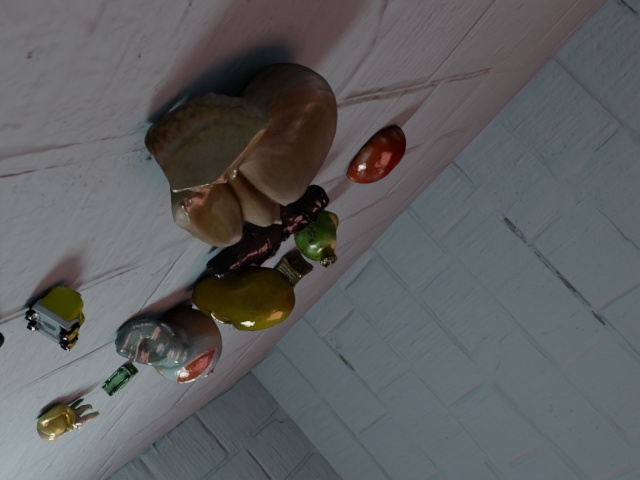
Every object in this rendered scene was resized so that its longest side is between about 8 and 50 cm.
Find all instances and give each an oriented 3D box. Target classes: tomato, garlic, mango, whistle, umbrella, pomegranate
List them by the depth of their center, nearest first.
[{"bbox_3d":[-0.093,-0.120,0.867,0.279,0.132,0.325,-42,168,4],"label":"garlic"},{"bbox_3d":[-0.111,-0.017,1.390,0.326,0.094,0.090,-39,163,-22],"label":"umbrella"},{"bbox_3d":[-0.177,0.127,1.418,0.262,0.130,0.167,6,-150,40],"label":"mango"},{"bbox_3d":[-0.340,0.246,1.452,0.189,0.189,0.348,-43,160,6],"label":"whistle"},{"bbox_3d":[0.155,-0.209,1.640,0.174,0.082,0.166,-51,169,31],"label":"tomato"},{"bbox_3d":[-0.012,-0.006,1.723,0.169,0.122,0.143,-82,-163,-44],"label":"pomegranate"}]

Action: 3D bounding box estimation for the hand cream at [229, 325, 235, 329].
[{"bbox_3d":[-0.310,0.293,2.221,0.030,0.019,0.093,-35,162,-27],"label":"hand cream"}]

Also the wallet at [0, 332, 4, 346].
[{"bbox_3d":[-0.472,0.139,0.744,0.160,0.055,0.236,-45,172,-24],"label":"wallet"}]

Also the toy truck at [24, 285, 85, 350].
[{"bbox_3d":[-0.385,0.113,0.940,0.077,0.076,0.111,-60,-178,-32],"label":"toy truck"}]

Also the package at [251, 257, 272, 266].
[{"bbox_3d":[-0.190,0.073,1.667,0.171,0.027,0.173,-40,171,-10],"label":"package"}]

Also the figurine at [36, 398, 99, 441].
[{"bbox_3d":[-0.583,0.408,1.457,0.083,0.083,0.187,-45,164,14],"label":"figurine"}]

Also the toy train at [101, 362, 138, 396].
[{"bbox_3d":[-0.508,0.352,1.601,0.093,0.038,0.056,-44,177,9],"label":"toy train"}]

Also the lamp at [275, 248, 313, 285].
[{"bbox_3d":[-0.155,0.166,2.049,0.325,0.090,0.089,-47,170,34],"label":"lamp"}]
